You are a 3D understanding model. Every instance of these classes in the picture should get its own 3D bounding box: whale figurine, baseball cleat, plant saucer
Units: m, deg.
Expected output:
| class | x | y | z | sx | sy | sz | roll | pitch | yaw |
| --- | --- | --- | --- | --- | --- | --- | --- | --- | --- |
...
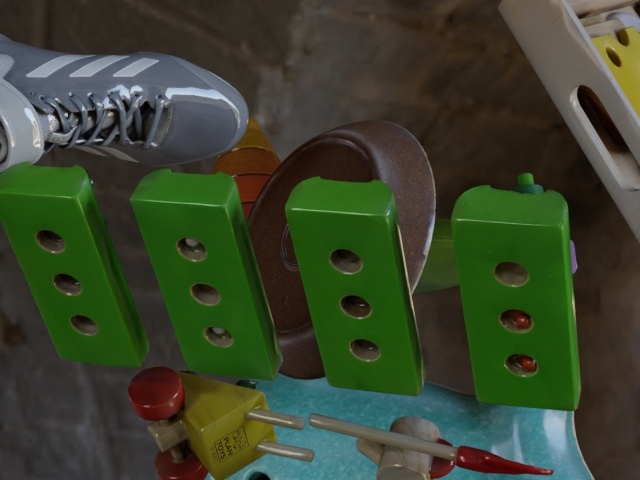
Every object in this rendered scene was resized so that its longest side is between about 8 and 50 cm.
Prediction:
| class | x | y | z | sx | sy | sz | roll | pitch | yaw |
| --- | --- | --- | --- | --- | --- | --- | --- | --- | --- |
| whale figurine | 0.038 | 0.151 | 0.924 | 0.272 | 0.216 | 0.141 | -15 | -15 | 29 |
| baseball cleat | -0.136 | -0.063 | 0.762 | 0.206 | 0.072 | 0.109 | 9 | 33 | -15 |
| plant saucer | 0.000 | 0.000 | 0.856 | 0.029 | 0.168 | 0.168 | 26 | -19 | -36 |

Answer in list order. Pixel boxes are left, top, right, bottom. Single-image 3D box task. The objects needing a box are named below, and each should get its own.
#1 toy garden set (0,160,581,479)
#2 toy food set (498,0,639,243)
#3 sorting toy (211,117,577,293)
| class | x | y | z | sx | sy | sz | roll | pitch | yaw |
| --- | --- | --- | --- | --- | --- | --- | --- | --- | --- |
| toy garden set | -0.003 | 0.044 | 0.642 | 0.244 | 0.203 | 0.049 | 4 | 44 | 18 |
| toy food set | 0.259 | -0.101 | 0.960 | 0.092 | 0.219 | 0.306 | -35 | -7 | 35 |
| sorting toy | 0.053 | -0.031 | 1.185 | 0.366 | 0.126 | 0.127 | 5 | -24 | -27 |
